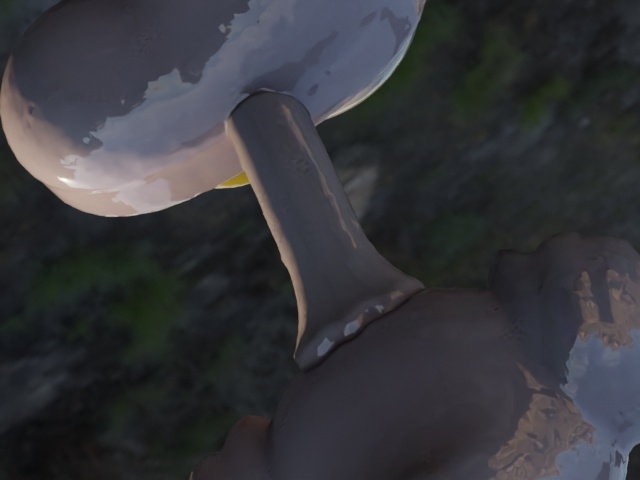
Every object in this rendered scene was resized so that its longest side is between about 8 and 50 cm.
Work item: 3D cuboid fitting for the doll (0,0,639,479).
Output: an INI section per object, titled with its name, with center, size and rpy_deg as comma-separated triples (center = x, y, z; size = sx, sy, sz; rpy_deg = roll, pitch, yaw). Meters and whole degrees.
[doll]
center = -0.001, -0.001, 0.561
size = 0.160, 0.365, 0.094
rpy_deg = -35, 145, 11
